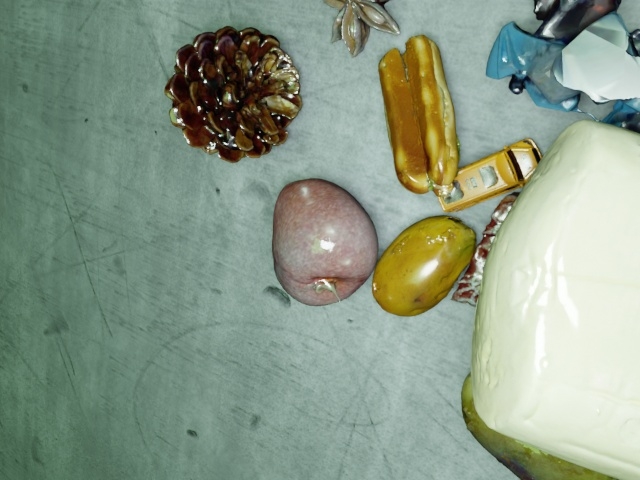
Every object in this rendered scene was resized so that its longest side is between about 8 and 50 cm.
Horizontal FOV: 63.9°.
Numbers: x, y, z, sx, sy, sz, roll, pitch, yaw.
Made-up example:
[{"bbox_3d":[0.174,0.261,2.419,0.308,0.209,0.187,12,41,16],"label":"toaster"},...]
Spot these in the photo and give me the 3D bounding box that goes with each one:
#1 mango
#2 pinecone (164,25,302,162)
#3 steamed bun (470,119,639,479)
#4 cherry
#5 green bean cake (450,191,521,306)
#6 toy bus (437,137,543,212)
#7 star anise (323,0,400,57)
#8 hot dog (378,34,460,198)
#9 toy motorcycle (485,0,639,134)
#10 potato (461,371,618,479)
[{"bbox_3d":[0.210,0.057,1.043,0.156,0.151,0.248,36,110,-20],"label":"mango"},{"bbox_3d":[-0.187,-0.323,1.124,0.296,0.242,0.298,-1,93,32],"label":"pinecone"},{"bbox_3d":[0.419,0.090,0.752,0.371,0.290,0.455,19,89,4],"label":"steamed bun"},{"bbox_3d":[0.000,0.000,1.088,0.261,0.221,0.307,115,140,-50],"label":"cherry"},{"bbox_3d":[0.367,0.026,0.961,0.199,0.097,0.232,13,106,26],"label":"green bean cake"},{"bbox_3d":[0.316,-0.118,0.967,0.195,0.088,0.083,-24,87,31],"label":"toy bus"},{"bbox_3d":[0.089,-0.491,1.034,0.197,0.073,0.212,-10,97,34],"label":"star anise"},{"bbox_3d":[0.192,-0.229,0.978,0.135,0.100,0.337,-20,68,32],"label":"hot dog"},{"bbox_3d":[0.431,-0.239,0.851,0.232,0.172,0.416,-25,96,37],"label":"toy motorcycle"},{"bbox_3d":[0.403,0.354,0.955,0.307,0.173,0.210,31,149,25],"label":"potato"}]
